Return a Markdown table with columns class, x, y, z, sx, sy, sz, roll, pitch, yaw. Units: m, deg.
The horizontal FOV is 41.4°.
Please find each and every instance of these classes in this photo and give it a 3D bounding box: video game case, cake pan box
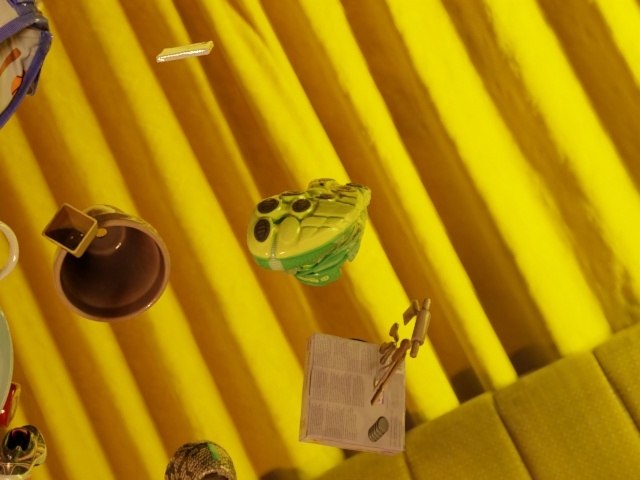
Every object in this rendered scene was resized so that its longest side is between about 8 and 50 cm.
| class | x | y | z | sx | sy | sz | roll | pitch | yaw |
| --- | --- | --- | --- | --- | --- | --- | --- | --- | --- |
| video game case | -0.229 | -0.322 | 1.439 | 0.087 | 0.011 | 0.122 | -9 | 19 | -1 |
| cake pan box | 0.079 | 0.358 | 2.001 | 0.246 | 0.266 | 0.070 | 12 | -26 | -18 |

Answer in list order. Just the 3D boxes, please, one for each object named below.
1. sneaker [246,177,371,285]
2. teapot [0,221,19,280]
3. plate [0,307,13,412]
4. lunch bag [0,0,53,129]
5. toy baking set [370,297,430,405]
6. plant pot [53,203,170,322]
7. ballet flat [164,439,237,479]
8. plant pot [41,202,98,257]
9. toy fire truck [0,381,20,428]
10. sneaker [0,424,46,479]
| class | x | y | z | sx | sy | sz | roll | pitch | yaw |
| --- | --- | --- | --- | --- | --- | --- | --- | --- | --- |
| sneaker | 0.000 | 0.000 | 0.991 | 0.109 | 0.123 | 0.295 | 8 | 12 | 16 |
| teapot | -0.648 | 0.023 | 1.343 | 0.256 | 0.253 | 0.187 | -88 | 18 | -84 |
| plate | -0.364 | 0.113 | 0.755 | 0.188 | 0.188 | 0.024 | -28 | -15 | 7 |
| lunch bag | -0.587 | -0.271 | 1.172 | 0.385 | 0.328 | 0.239 | -46 | -6 | 16 |
| toy baking set | 0.179 | 0.246 | 1.883 | 0.197 | 0.030 | 0.256 | -53 | 12 | 43 |
| plant pot | -0.503 | 0.024 | 1.987 | 0.263 | 0.263 | 0.229 | -26 | 34 | -9 |
| ballet flat | -0.233 | 0.595 | 1.461 | 0.164 | 0.482 | 0.182 | 10 | 0 | -20 |
| plant pot | -0.499 | -0.012 | 1.715 | 0.081 | 0.081 | 0.083 | -59 | -8 | -18 |
| toy fire truck | -0.723 | 0.343 | 1.698 | 0.169 | 0.302 | 0.254 | 15 | -33 | -8 |
| sneaker | -0.495 | 0.341 | 1.408 | 0.072 | 0.077 | 0.178 | 4 | 11 | -14 |
